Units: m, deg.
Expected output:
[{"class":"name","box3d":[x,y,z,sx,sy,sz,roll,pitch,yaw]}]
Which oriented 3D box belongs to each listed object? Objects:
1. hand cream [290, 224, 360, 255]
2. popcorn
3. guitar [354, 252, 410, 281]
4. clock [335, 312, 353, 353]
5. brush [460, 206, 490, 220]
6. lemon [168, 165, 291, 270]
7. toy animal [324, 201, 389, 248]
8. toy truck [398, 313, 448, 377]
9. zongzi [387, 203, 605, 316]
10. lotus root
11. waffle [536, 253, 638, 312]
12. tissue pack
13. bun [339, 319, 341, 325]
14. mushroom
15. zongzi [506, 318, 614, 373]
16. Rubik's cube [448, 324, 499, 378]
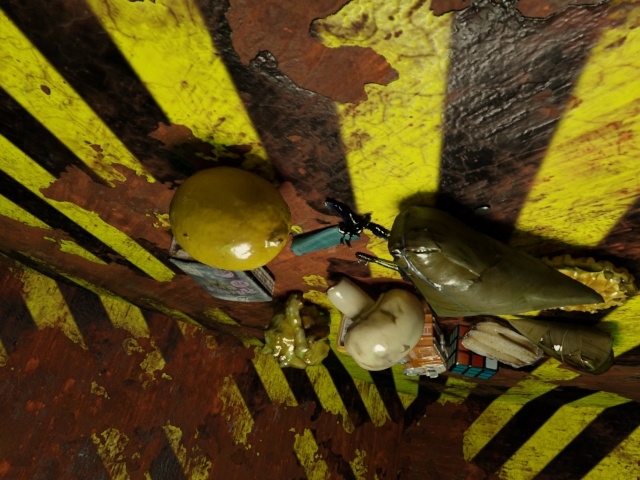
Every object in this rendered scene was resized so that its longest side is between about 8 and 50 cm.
[{"class":"hand cream","box3d":[0.000,0.000,1.227,0.224,0.048,0.083,-15,144,37]},{"class":"popcorn","box3d":[-0.105,0.376,1.822,0.325,0.290,0.321,34,172,30]},{"class":"guitar","box3d":[0.228,0.086,1.291,0.270,0.038,0.084,14,155,-3]},{"class":"clock","box3d":[0.146,0.335,1.679,0.143,0.202,0.096,-3,153,33]},{"class":"brush","box3d":[0.333,-0.058,0.955,0.024,0.008,0.083,21,156,-21]},{"class":"lemon","box3d":[-0.199,-0.048,0.979,0.263,0.236,0.236,36,154,-1]},{"class":"toy animal","box3d":[0.086,-0.033,1.093,0.220,0.062,0.108,25,128,-25]},{"class":"toy truck","box3d":[0.408,0.430,1.797,0.206,0.174,0.387,-8,147,22]},{"class":"zongzi","box3d":[0.364,0.047,0.958,0.392,0.174,0.356,-2,147,39]},{"class":"lotus root","box3d":[0.658,0.357,1.588,0.329,0.078,0.167,27,125,-18]},{"class":"waffle","box3d":[0.621,0.112,1.115,0.328,0.062,0.329,12,155,6]},{"class":"tissue pack","box3d":[-0.327,0.105,1.520,0.259,0.122,0.361,4,156,16]},{"class":"bun","box3d":[0.177,0.378,1.819,0.203,0.127,0.212,11,168,-24]},{"class":"mushroom","box3d":[0.173,0.248,1.466,0.336,0.314,0.314,44,155,4]},{"class":"zongzi","box3d":[0.802,0.338,1.474,0.299,0.145,0.273,16,168,39]},{"class":"Rubik's cube","box3d":[0.596,0.435,1.723,0.160,0.163,0.162,9,152,9]}]
